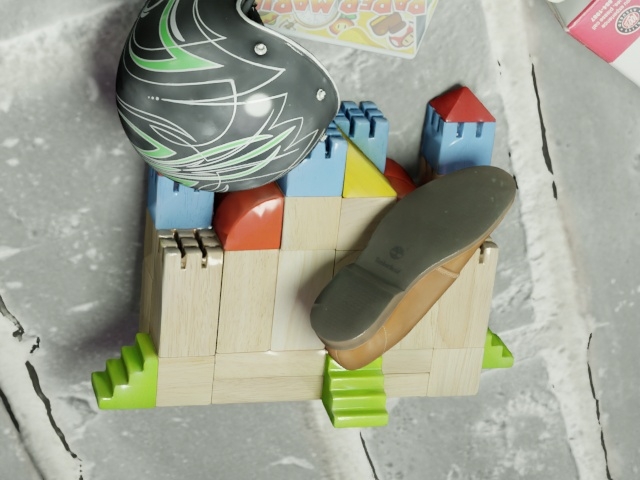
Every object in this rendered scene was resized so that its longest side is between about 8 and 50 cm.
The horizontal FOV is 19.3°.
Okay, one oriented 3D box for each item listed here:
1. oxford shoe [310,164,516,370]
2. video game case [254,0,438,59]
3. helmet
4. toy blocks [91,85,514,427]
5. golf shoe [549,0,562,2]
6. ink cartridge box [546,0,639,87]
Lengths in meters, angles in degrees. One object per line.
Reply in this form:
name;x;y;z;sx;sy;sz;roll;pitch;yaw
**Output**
oxford shoe;0.078;0.021;1.530;0.212;0.076;0.076;-42;145;-14
video game case;0.005;-0.252;1.482;0.227;0.026;0.206;9;124;-21
helmet;-0.073;-0.116;1.448;0.169;0.161;0.169;-6;137;-5
toy blocks;0.000;0.000;1.599;0.381;0.190;0.260;-1;115;-15
golf shoe;0.151;-0.237;1.409;0.273;0.105;0.120;-2;93;0
ink cartridge box;0.326;-0.197;1.558;0.237;0.100;0.172;31;114;-30
